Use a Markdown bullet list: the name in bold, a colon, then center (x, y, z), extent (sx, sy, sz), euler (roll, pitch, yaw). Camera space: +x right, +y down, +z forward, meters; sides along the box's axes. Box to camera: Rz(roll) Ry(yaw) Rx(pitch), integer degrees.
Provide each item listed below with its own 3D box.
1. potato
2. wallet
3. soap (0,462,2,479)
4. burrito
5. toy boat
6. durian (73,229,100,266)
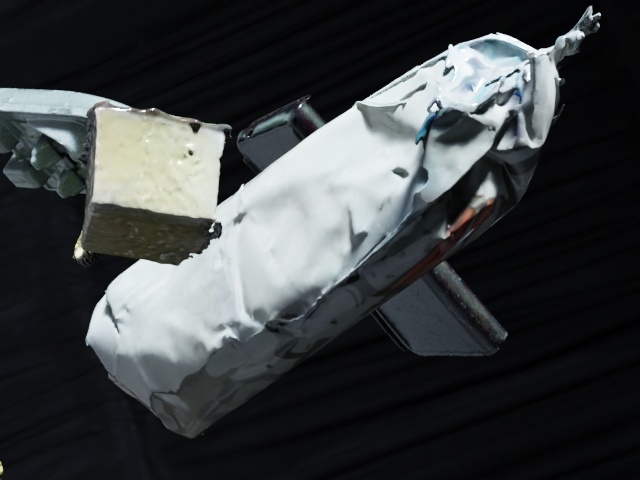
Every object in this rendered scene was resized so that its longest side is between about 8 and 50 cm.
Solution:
- **potato**: center (-0.096, -0.027, 0.587), extent (0.122, 0.086, 0.061), euler (139, -40, -67)
- **wallet**: center (0.046, -0.004, 1.062), extent (0.318, 0.172, 0.045), euler (49, 65, -14)
- **soap**: center (-0.433, 0.327, 1.102), extent (0.076, 0.135, 0.233), euler (3, 105, -77)
- **burrito**: center (0.000, 0.000, 0.680), extent (0.101, 0.445, 0.139), euler (22, 46, -41)
- **toy boat**: center (-0.244, -0.096, 1.140), extent (0.092, 0.319, 0.141), euler (-61, 139, -27)
- **durian**: center (-0.325, -0.005, 1.487), extent (0.066, 0.130, 0.052), euler (48, 37, 15)
